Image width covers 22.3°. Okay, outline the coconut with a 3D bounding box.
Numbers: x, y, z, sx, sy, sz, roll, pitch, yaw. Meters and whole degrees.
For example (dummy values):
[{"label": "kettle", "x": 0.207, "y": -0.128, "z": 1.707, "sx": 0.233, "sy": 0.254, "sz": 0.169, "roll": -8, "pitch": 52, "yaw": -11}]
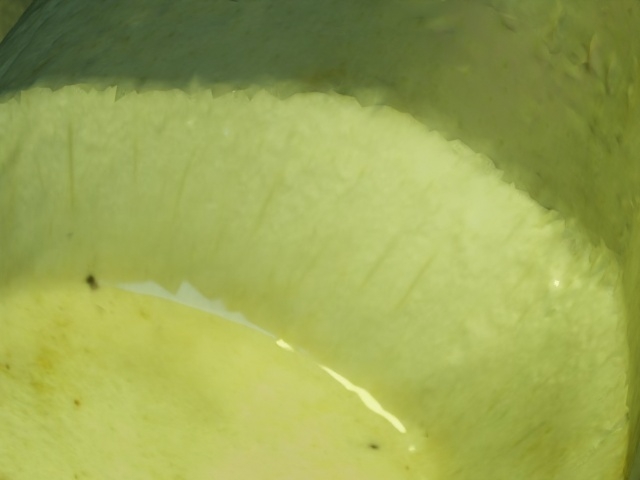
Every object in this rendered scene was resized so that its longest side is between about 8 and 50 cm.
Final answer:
[{"label": "coconut", "x": 0.001, "y": 0.003, "z": 0.472, "sx": 0.241, "sy": 0.241, "sz": 0.241, "roll": 6, "pitch": 100, "yaw": 35}]
